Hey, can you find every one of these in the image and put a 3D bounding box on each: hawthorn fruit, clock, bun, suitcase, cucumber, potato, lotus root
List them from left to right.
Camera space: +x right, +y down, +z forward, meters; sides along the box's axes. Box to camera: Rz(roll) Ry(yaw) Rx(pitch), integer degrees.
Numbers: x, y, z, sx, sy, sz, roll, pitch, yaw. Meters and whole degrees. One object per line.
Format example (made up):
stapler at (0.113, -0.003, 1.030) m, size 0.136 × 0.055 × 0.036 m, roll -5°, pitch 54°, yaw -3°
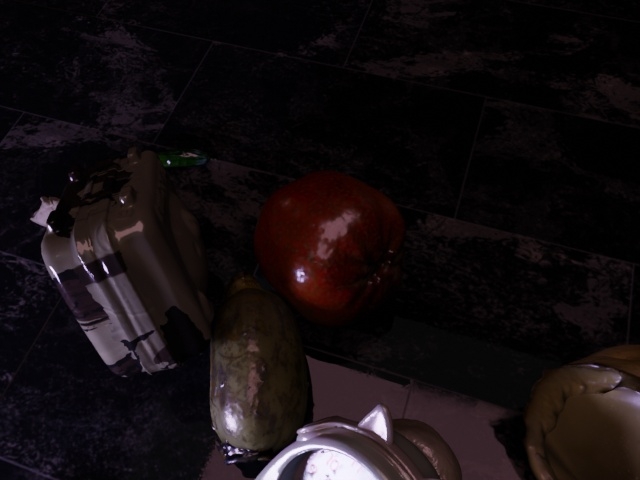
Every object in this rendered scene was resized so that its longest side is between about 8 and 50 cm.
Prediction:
suitcase at (-0.274, 0.044, 0.907) m, size 0.194 × 0.338 × 0.351 m, roll -20°, pitch 29°, yaw -4°
cucumber at (-0.305, -0.173, 1.187) m, size 0.168 × 0.039 × 0.039 m, roll -6°, pitch 61°, yaw 2°
lotus root at (-0.104, 0.190, 0.894) m, size 0.173 × 0.173 × 0.309 m, roll -6°, pitch 65°, yaw 0°
hawthorn fruit at (0.000, 0.000, 0.983) m, size 0.254 × 0.254 × 0.300 m, roll -40°, pitch 39°, yaw -17°
clock at (0.049, 0.363, 0.725) m, size 0.265 × 0.109 × 0.324 m, roll 47°, pitch 118°, yaw 28°
bun at (0.119, 0.345, 0.830) m, size 0.173 × 0.113 × 0.166 m, roll 37°, pitch 95°, yaw 26°
potato at (0.435, 0.252, 0.795) m, size 0.243 × 0.285 × 0.242 m, roll 1°, pitch 33°, yaw 0°

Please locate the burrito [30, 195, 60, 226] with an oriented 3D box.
burrito at (-0.448, -0.032, 1.105) m, size 0.276 × 0.059 × 0.082 m, roll 17°, pitch 78°, yaw 12°
